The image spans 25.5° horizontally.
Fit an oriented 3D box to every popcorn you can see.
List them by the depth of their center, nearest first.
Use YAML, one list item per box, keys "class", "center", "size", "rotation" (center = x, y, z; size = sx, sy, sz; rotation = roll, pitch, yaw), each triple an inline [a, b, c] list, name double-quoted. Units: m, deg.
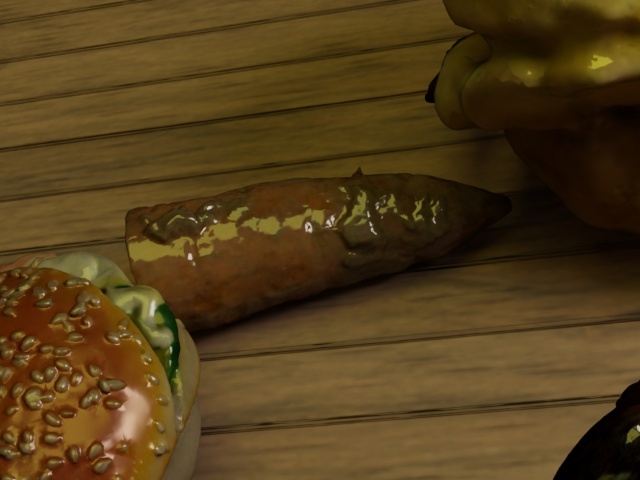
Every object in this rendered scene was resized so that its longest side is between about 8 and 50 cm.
- class: "popcorn"
  center: [0.202, -0.166, 0.902]
  size: [0.349, 0.349, 0.382]
  rotation: [-44, 10, -23]

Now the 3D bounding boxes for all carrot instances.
- class: "carrot"
  center: [0.000, 0.000, 0.956]
  size: [0.263, 0.102, 0.102]
  rotation: [-11, 44, 3]

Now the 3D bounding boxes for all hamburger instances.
- class: "hamburger"
  center: [-0.177, 0.116, 0.852]
  size: [0.237, 0.147, 0.236]
  rotation: [-12, 45, 12]

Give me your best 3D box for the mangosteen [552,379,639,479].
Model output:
- class: "mangosteen"
  center: [0.224, 0.184, 0.623]
  size: [0.231, 0.231, 0.289]
  rotation: [-28, 84, -8]
